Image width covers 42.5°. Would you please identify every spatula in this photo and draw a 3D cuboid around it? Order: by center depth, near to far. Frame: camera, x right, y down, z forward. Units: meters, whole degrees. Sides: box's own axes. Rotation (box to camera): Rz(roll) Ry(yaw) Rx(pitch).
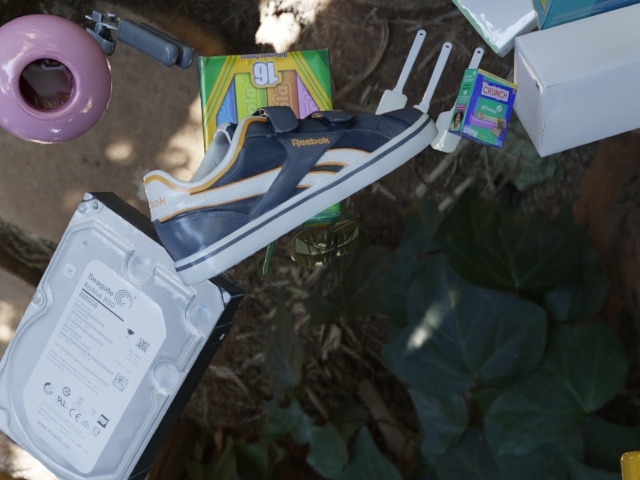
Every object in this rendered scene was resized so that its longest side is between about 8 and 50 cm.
[{"bbox_3d":[0.216,-0.290,1.575,0.168,0.242,0.019,19,158,12],"label":"spatula"}]

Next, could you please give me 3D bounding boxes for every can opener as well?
[{"bbox_3d":[-0.358,-0.373,1.588,0.283,0.076,0.095,33,113,34],"label":"can opener"}]

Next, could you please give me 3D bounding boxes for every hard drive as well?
[{"bbox_3d":[-0.266,0.140,1.028,0.237,0.064,0.339,35,103,15],"label":"hard drive"}]

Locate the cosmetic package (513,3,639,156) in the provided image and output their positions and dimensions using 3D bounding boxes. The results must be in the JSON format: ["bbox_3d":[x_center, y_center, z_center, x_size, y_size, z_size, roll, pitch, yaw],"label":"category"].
[{"bbox_3d":[0.558,-0.315,1.538,0.365,0.155,0.197,-15,144,-1],"label":"cosmetic package"}]

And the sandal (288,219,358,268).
[{"bbox_3d":[0.000,0.000,1.353,0.049,0.180,0.072,16,108,32],"label":"sandal"}]

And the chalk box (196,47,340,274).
[{"bbox_3d":[-0.066,-0.098,1.143,0.179,0.180,0.289,-5,88,-3],"label":"chalk box"}]

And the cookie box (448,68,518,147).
[{"bbox_3d":[0.266,-0.216,1.346,0.091,0.040,0.107,14,92,-30],"label":"cookie box"}]

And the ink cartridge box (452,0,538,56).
[{"bbox_3d":[0.380,-0.495,1.574,0.235,0.056,0.171,-41,71,22],"label":"ink cartridge box"}]

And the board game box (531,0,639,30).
[{"bbox_3d":[0.424,-0.407,1.079,0.253,0.079,0.336,-15,170,4],"label":"board game box"}]

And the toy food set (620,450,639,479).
[{"bbox_3d":[0.416,0.299,0.896,0.111,0.105,0.232,-14,151,35],"label":"toy food set"}]

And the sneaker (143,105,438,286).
[{"bbox_3d":[-0.026,-0.085,0.839,0.127,0.321,0.126,62,158,-6],"label":"sneaker"}]

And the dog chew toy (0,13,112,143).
[{"bbox_3d":[-0.468,-0.282,1.398,0.206,0.332,0.207,-6,109,-18],"label":"dog chew toy"}]
